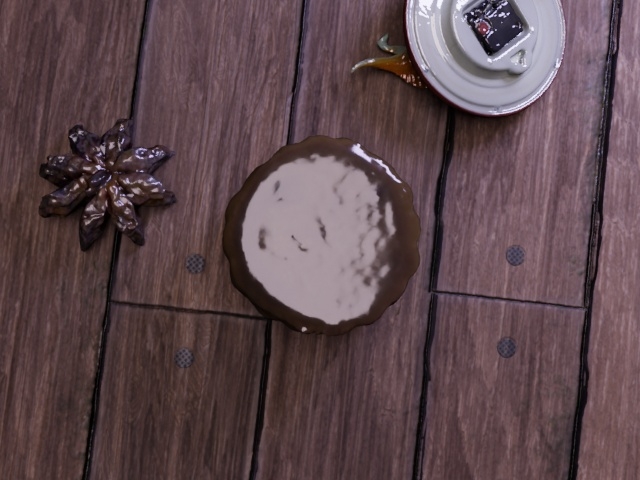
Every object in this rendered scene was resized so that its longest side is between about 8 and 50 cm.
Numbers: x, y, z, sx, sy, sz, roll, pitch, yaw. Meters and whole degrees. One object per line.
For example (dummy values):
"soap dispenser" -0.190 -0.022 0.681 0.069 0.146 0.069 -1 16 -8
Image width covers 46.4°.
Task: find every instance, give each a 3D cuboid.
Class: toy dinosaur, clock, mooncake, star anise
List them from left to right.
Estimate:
"star anise" -0.367 -0.097 1.272 0.223 0.109 0.236 37 84 -5
"mooncake" -0.001 -0.001 1.246 0.323 0.187 0.324 0 86 -5
"toy dinosaur" 0.171 -0.324 1.345 0.212 0.057 0.142 -40 102 4
"clock" 0.291 -0.372 1.299 0.318 0.080 0.319 1 87 -18
